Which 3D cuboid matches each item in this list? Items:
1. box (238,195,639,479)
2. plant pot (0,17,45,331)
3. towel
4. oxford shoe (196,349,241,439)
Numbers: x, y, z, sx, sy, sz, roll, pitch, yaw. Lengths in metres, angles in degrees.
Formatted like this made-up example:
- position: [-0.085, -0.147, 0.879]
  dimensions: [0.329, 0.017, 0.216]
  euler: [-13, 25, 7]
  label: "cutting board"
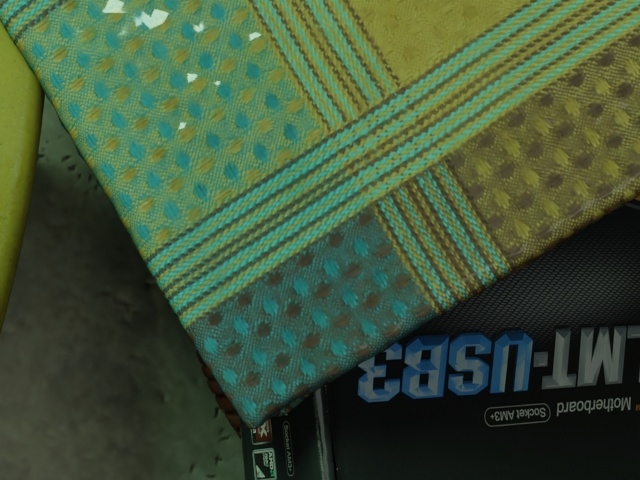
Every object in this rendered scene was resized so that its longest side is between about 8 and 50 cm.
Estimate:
- position: [0.089, 0.039, 0.979]
  dimensions: [0.295, 0.073, 0.293]
  euler: [1, 80, -38]
  label: "box"
- position: [-0.239, -0.041, 0.904]
  dimensions: [0.212, 0.212, 0.187]
  euler: [31, 66, -19]
  label: "plant pot"
- position: [-0.012, -0.143, 0.866]
  dimensions: [0.271, 0.040, 0.370]
  euler: [-31, 83, 4]
  label: "towel"
- position: [0.000, 0.000, 1.031]
  dimensions: [0.146, 0.140, 0.397]
  euler: [-32, 103, -27]
  label: "oxford shoe"
